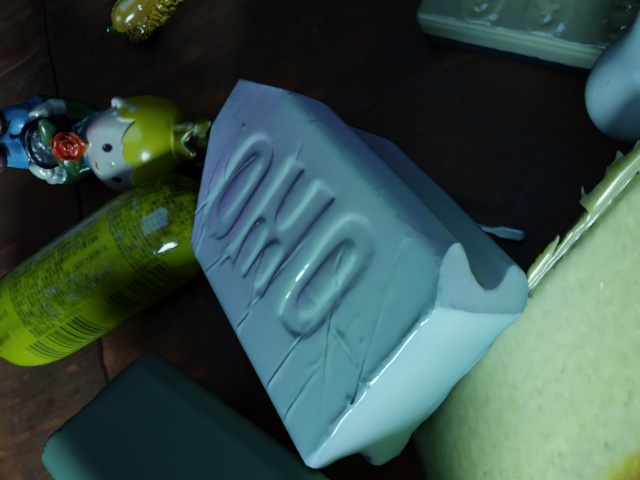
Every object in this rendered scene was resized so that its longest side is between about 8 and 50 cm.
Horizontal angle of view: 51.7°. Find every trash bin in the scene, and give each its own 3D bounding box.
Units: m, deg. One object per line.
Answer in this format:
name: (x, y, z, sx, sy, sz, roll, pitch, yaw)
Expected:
trash bin: (-0.057, 0.271, 0.541, 0.343, 0.223, 0.158, 29, 58, 27)

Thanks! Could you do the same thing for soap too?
soap: (0.000, 0.000, 0.599, 0.208, 0.115, 0.347, -54, 46, 19)

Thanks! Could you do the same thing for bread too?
bread: (0.209, 0.175, 0.472, 0.405, 0.242, 0.346, -38, 63, 7)

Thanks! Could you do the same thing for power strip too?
power strip: (0.218, -0.227, 0.641, 0.256, 0.070, 0.105, 21, 86, 27)

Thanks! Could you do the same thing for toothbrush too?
toothbrush: (0.105, -0.026, 0.667, 0.204, 0.022, 0.017, 13, 99, 26)

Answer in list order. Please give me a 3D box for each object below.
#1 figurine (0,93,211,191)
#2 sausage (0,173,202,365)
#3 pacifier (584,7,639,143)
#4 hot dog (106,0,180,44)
figurine: (-0.253, -0.113, 0.755, 0.234, 0.185, 0.127, 20, 105, 28)
sausage: (-0.244, 0.035, 0.743, 0.347, 0.123, 0.123, -30, 68, 13)
pacifier: (0.274, -0.181, 0.486, 0.299, 0.244, 0.233, 31, 127, 22)
hot dog: (-0.197, -0.321, 0.839, 0.055, 0.072, 0.188, 45, 98, 3)
